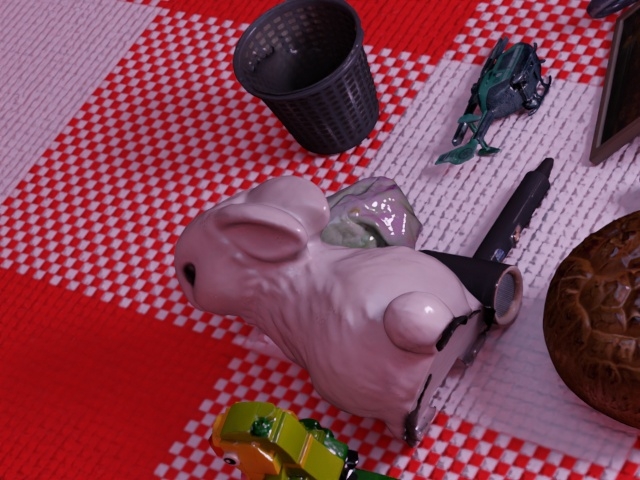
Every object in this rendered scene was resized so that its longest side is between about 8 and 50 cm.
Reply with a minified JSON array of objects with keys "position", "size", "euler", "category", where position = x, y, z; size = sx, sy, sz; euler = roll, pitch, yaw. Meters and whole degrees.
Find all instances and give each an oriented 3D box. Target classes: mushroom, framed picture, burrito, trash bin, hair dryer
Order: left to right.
[{"position":[-0.001,-0.198,2.021],"size":[0.175,0.161,0.175],"euler":[-14,49,17],"category":"trash bin"},{"position":[0.000,0.000,1.897],"size":[0.229,0.089,0.144],"euler":[-30,47,0],"category":"burrito"},{"position":[0.201,-0.010,1.838],"size":[0.128,0.070,0.255],"euler":[9,48,32],"category":"hair dryer"},{"position":[0.398,-0.223,1.885],"size":[0.184,0.016,0.250],"euler":[-40,26,50],"category":"framed picture"},{"position":[0.346,0.072,1.629],"size":[0.253,0.153,0.253],"euler":[-19,46,21],"category":"mushroom"}]

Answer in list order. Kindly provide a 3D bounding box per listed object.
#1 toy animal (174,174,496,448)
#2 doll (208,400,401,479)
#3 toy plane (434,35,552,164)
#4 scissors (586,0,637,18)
[{"position":[-0.001,0.056,1.710],"size":[0.357,0.257,0.194],"euler":[30,57,16],"category":"toy animal"},{"position":[-0.028,0.232,1.639],"size":[0.134,0.186,0.106],"euler":[-23,37,47],"category":"doll"},{"position":[0.220,-0.178,1.975],"size":[0.096,0.060,0.235],"euler":[1,47,36],"category":"toy plane"},{"position":[0.522,-0.387,1.954],"size":[0.384,0.256,0.029],"euler":[-23,79,-11],"category":"scissors"}]
